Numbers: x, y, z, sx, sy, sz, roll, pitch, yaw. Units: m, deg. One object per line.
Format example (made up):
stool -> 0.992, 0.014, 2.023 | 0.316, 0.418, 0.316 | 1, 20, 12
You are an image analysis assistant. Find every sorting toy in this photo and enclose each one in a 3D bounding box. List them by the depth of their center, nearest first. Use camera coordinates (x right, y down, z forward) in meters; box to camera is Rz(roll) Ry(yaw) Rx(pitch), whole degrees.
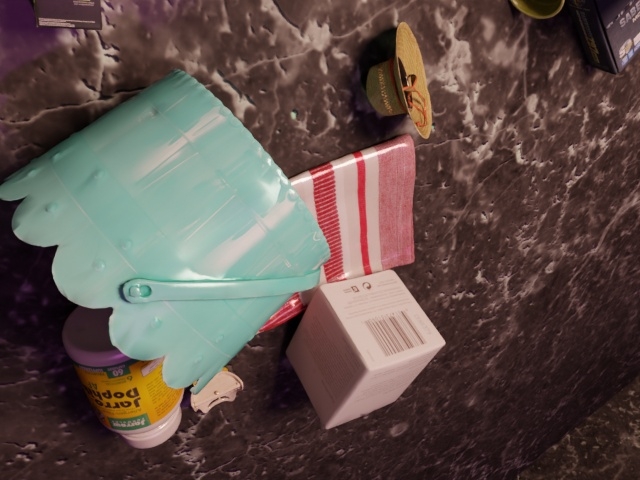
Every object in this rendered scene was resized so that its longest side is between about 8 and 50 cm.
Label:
sorting toy -> -0.169, 0.250, 0.829 | 0.083, 0.045, 0.075 | -21, 138, -20

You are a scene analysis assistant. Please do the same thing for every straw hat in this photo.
straw hat -> 0.092, -0.193, 0.649 | 0.061, 0.144, 0.144 | -8, 142, 27

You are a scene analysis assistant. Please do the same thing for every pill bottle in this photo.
pill bottle -> -0.244, 0.174, 0.666 | 0.118, 0.117, 0.208 | -18, 131, -21

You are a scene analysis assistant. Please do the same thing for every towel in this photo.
towel -> 0.000, 0.000, 0.755 | 0.329, 0.037, 0.236 | -23, 131, -17

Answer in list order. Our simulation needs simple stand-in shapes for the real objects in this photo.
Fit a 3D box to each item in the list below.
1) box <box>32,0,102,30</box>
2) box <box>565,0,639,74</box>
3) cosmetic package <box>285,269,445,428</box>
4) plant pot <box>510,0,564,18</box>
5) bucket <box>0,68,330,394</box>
box -> -0.215, -0.226, 0.426 | 0.052, 0.062, 0.083 | -7, 126, -27
box -> 0.480, -0.397, 0.758 | 0.232, 0.059, 0.183 | -49, 133, 7
cosmetic package -> 0.062, 0.169, 0.807 | 0.151, 0.151, 0.183 | -8, 141, -34
plant pot -> 0.300, -0.350, 0.669 | 0.079, 0.083, 0.083 | -49, 136, -10
bucket -> -0.134, -0.012, 0.502 | 0.183, 0.281, 0.281 | -40, 135, -8
